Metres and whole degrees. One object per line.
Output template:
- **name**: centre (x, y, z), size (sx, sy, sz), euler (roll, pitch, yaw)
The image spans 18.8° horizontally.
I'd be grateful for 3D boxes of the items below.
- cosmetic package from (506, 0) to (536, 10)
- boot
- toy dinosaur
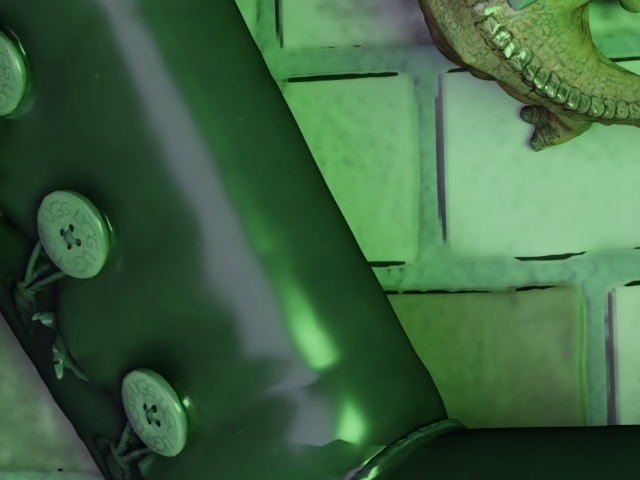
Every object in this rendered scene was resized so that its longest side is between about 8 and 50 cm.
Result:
- **cosmetic package**: centre (0.188, -0.269, 0.662), size (0.385, 0.156, 0.217), euler (-32, 89, -10)
- **boot**: centre (-0.002, 0.001, 0.798), size (0.367, 0.146, 0.445), euler (-35, 75, 37)
- **toy dinosaur**: centre (0.061, -0.135, 0.780), size (0.127, 0.200, 0.295), euler (-37, 77, 16)
